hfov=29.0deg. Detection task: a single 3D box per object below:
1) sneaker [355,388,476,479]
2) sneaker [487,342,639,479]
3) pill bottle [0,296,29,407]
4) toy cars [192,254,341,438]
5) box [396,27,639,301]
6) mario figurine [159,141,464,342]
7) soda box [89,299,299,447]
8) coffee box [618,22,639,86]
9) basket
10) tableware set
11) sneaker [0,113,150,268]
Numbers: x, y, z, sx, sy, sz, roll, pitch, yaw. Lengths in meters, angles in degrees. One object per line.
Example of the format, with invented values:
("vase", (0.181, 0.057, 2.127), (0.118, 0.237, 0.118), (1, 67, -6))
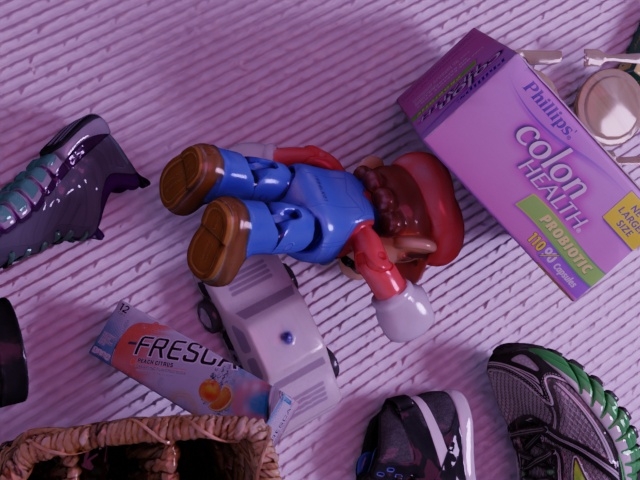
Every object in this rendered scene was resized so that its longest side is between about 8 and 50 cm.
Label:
("sneaker", (0.096, 0.262, 1.238), (0.121, 0.079, 0.216), (-3, 76, -21))
("sneaker", (0.257, 0.262, 1.272), (0.146, 0.134, 0.343), (-28, 95, -24))
("pill bottle", (-0.361, 0.111, 1.023), (0.219, 0.123, 0.122), (-10, 87, -24))
("toy cars", (-0.063, 0.193, 1.164), (0.176, 0.087, 0.393), (17, 77, -21))
("box", (0.198, -0.083, 1.219), (0.117, 0.243, 0.213), (-43, 103, 8))
("mario figurine", (0.000, 0.000, 1.188), (0.321, 0.170, 0.198), (4, 83, -37))
("soda box", (-0.114, 0.123, 1.111), (0.183, 0.063, 0.058), (27, 81, 18))
("coffee box", (0.443, -0.188, 1.463), (0.184, 0.040, 0.113), (35, 71, -16))
("basket", (-0.153, 0.285, 0.942), (0.214, 0.223, 0.299), (-2, 84, -25))
("tableware set", (0.271, -0.150, 1.385), (0.194, 0.039, 0.128), (-1, 95, -18))
("sneaker", (-0.250, -0.012, 1.114), (0.223, 0.083, 0.098), (-48, 110, -21))
